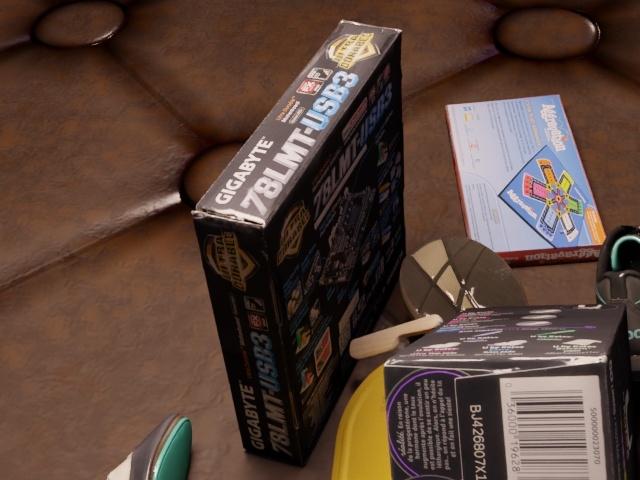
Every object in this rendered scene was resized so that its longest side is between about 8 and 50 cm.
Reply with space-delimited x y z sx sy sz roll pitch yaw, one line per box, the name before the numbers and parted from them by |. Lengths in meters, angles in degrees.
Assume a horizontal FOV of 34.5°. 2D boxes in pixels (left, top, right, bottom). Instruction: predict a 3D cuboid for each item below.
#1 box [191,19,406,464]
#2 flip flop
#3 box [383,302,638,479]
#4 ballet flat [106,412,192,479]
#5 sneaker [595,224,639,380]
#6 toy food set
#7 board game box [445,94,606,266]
box | 0.000 0.000 0.946 0.073 0.293 0.295 11 45 21
flip flop | 0.173 0.106 0.973 0.112 0.080 0.277 -33 63 -22
box | 0.153 0.142 0.755 0.143 0.165 0.270 -3 3 19
ballet flat | -0.158 0.232 0.879 0.074 0.074 0.203 -2 44 6
sneaker | 0.323 0.024 0.979 0.101 0.106 0.267 -8 22 31
toy food set | 0.079 0.174 0.893 0.128 0.071 0.218 -29 38 38
board game box | 0.231 -0.075 1.198 0.145 0.027 0.281 -5 41 4
